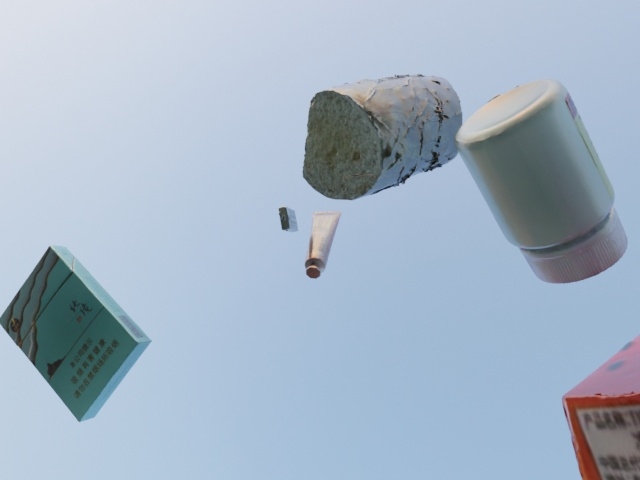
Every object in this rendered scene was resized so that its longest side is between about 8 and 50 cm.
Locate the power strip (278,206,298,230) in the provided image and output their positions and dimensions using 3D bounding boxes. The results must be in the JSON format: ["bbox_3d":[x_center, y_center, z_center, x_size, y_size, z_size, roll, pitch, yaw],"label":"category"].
[{"bbox_3d":[-0.068,-0.043,1.134,0.019,0.136,0.051,-9,-93,6],"label":"power strip"}]

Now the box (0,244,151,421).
[{"bbox_3d":[-0.388,0.140,0.840,0.229,0.041,0.162,41,-82,18],"label":"box"}]

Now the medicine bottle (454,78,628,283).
[{"bbox_3d":[0.274,-0.069,0.668,0.139,0.139,0.225,-25,-70,27],"label":"medicine bottle"}]

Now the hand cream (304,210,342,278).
[{"bbox_3d":[0.000,0.000,1.152,0.067,0.210,0.043,-3,-52,14],"label":"hand cream"}]

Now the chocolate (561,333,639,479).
[{"bbox_3d":[0.507,0.166,0.607,0.162,0.341,0.360,63,-31,9],"label":"chocolate"}]

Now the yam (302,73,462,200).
[{"bbox_3d":[0.131,-0.193,0.990,0.201,0.271,0.203,31,-49,36],"label":"yam"}]
